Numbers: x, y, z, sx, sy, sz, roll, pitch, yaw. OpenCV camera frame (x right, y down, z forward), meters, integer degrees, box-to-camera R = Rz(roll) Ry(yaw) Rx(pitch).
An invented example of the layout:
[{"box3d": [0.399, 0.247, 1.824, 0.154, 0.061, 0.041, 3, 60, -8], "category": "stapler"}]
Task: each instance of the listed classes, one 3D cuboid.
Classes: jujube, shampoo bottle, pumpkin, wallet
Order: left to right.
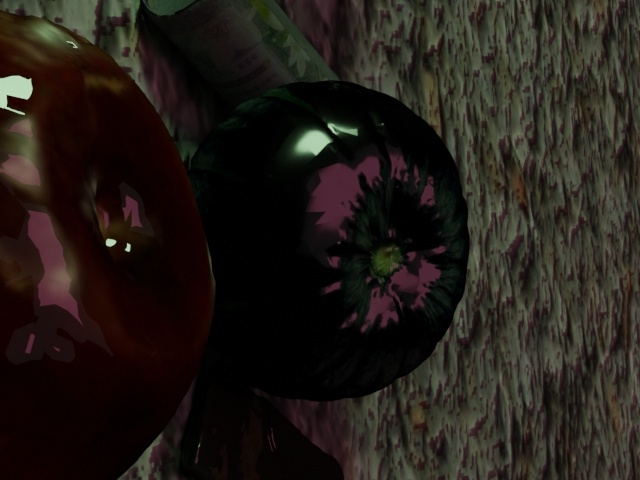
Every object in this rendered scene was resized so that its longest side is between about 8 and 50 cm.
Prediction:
[{"box3d": [-0.196, 0.032, 0.630, 0.223, 0.318, 0.223, 43, 39, -48], "category": "jujube"}, {"box3d": [-0.034, 0.143, 1.158, 0.156, 0.018, 0.082, 48, 44, -41], "category": "wallet"}, {"box3d": [-0.029, -0.102, 1.182, 0.214, 0.072, 0.072, 47, 45, -43], "category": "shampoo bottle"}, {"box3d": [0.000, 0.000, 1.125, 0.202, 0.140, 0.202, -11, 108, -38], "category": "pumpkin"}]
